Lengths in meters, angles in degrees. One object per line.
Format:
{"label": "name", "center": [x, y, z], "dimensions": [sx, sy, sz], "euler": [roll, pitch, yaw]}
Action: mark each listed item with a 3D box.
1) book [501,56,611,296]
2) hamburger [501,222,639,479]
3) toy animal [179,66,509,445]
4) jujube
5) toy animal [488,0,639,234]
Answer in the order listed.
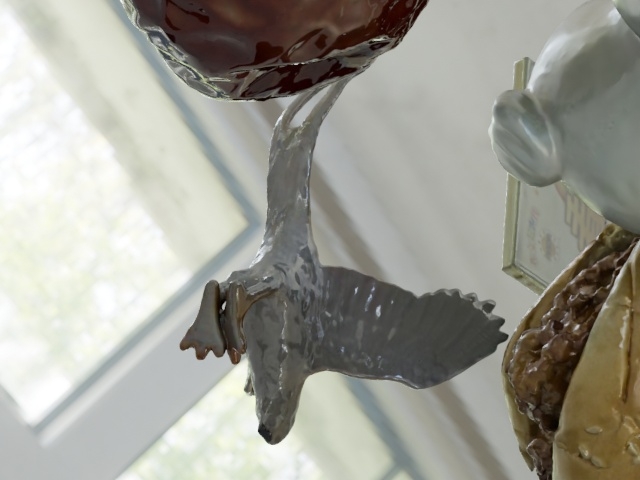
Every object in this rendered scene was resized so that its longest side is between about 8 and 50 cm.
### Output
{"label": "book", "center": [0.253, 0.004, 1.565], "dimensions": [0.020, 0.208, 0.295], "euler": [-25, -45, 39]}
{"label": "hamburger", "center": [0.235, 0.054, 1.263], "dimensions": [0.155, 0.245, 0.282], "euler": [33, -63, 48]}
{"label": "toy animal", "center": [-0.010, 0.008, 1.583], "dimensions": [0.225, 0.302, 0.284], "euler": [-6, -80, 29]}
{"label": "jujube", "center": [-0.029, -0.202, 1.068], "dimensions": [0.213, 0.213, 0.232], "euler": [135, -61, -68]}
{"label": "toy animal", "center": [0.206, -0.141, 1.077], "dimensions": [0.247, 0.183, 0.310], "euler": [6, -33, 6]}
